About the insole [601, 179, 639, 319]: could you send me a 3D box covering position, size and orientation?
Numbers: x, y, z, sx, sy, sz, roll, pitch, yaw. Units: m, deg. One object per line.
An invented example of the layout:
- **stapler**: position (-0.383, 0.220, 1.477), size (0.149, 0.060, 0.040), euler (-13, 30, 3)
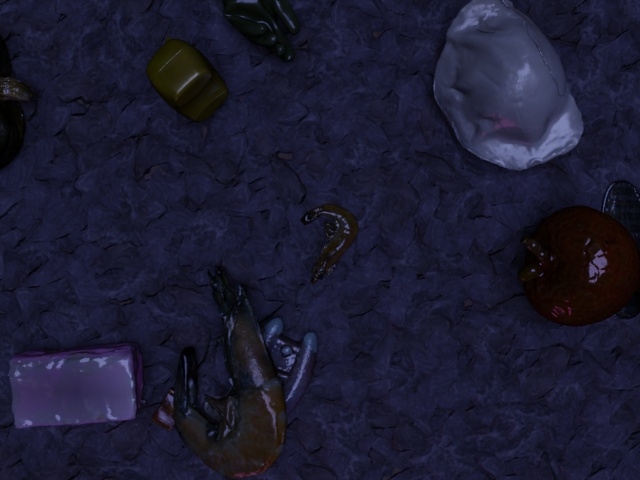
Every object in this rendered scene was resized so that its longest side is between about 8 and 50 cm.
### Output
- **insole**: position (0.675, 0.021, 1.677), size (0.110, 0.012, 0.309), euler (0, 92, -3)

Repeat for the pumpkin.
- **pumpkin**: position (-0.712, -0.297, 1.507), size (0.242, 0.232, 0.325), euler (-12, 97, -4)

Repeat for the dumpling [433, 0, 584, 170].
- **dumpling**: position (0.374, -0.319, 1.573), size (0.260, 0.181, 0.341), euler (-32, 116, 9)

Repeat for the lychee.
- **lychee**: position (0.531, 0.054, 1.559), size (0.300, 0.255, 0.255), euler (4, 93, -34)

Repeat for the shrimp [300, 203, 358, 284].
- **shrimp**: position (0.000, 0.000, 1.641), size (0.124, 0.034, 0.178), euler (36, 90, -1)

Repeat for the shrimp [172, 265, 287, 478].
- **shrimp**: position (-0.207, 0.275, 1.591), size (0.272, 0.085, 0.445), euler (-12, 83, 24)

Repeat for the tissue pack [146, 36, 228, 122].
- **tissue pack**: position (-0.276, -0.329, 1.543), size (0.123, 0.178, 0.127), euler (-45, 75, 2)

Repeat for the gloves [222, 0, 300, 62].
- **gloves**: position (-0.133, -0.480, 1.578), size (0.135, 0.107, 0.268), euler (-28, 76, -8)

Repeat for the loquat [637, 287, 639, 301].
- **loquat**: position (0.754, 0.109, 1.616), size (0.152, 0.152, 0.195), euler (-10, 109, -2)

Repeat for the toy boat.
- **toy boat**: position (-0.096, 0.288, 1.626), size (0.155, 0.085, 0.227), euler (24, 92, -4)

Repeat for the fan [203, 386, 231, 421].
- **fan**: position (-0.227, 0.359, 1.665), size (0.060, 0.003, 0.080), euler (5, 93, -3)

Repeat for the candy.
- **candy**: position (-0.511, 0.303, 1.599), size (0.265, 0.116, 0.155), euler (-4, 96, 0)

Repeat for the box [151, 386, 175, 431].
- **box**: position (-0.327, 0.369, 1.652), size (0.051, 0.023, 0.082), euler (32, 91, -4)
